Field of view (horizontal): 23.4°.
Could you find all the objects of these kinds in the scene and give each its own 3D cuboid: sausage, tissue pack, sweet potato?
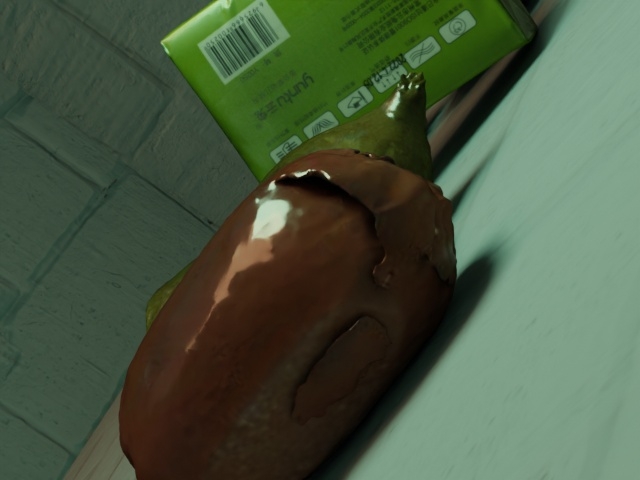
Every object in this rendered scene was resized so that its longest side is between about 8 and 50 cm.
[{"bbox_3d":[-0.022,0.060,0.996,0.279,0.152,0.152,-53,6,15],"label":"sausage"},{"bbox_3d":[0.030,-0.192,1.423,0.275,0.200,0.167,-35,5,16],"label":"tissue pack"},{"bbox_3d":[-0.019,0.029,1.237,0.369,0.158,0.158,-45,8,16],"label":"sweet potato"}]

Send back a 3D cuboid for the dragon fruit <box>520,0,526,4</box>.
[{"bbox_3d":[0.110,-0.307,1.651,0.244,0.244,0.298,-51,24,33],"label":"dragon fruit"}]
